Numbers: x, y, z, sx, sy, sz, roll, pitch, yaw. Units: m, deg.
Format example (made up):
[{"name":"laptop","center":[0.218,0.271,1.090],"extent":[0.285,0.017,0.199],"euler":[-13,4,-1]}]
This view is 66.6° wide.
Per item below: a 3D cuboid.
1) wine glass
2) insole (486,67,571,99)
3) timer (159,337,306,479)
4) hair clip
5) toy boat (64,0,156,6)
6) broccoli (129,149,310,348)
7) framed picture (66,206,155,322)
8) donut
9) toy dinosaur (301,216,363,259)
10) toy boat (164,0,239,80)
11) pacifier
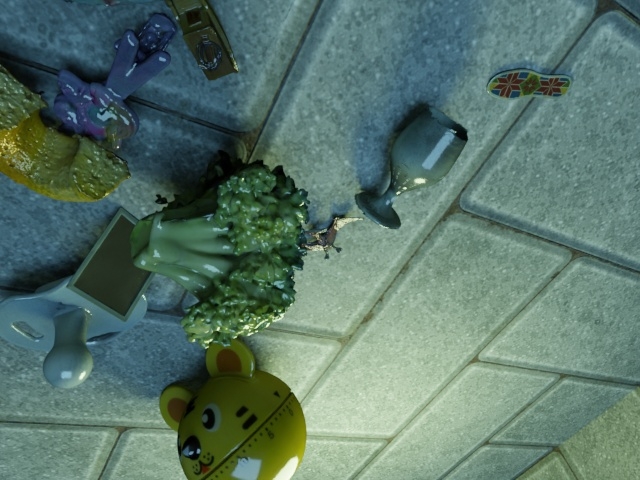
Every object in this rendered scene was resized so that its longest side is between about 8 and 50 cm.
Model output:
[{"name":"wine glass","center":[0.181,-0.142,0.976],"extent":[0.126,0.126,0.241],"euler":[17,125,-28]},{"name":"insole","center":[0.422,-0.312,0.980],"extent":[0.193,0.006,0.065],"euler":[-2,130,-15]},{"name":"timer","center":[-0.234,0.480,1.280],"extent":[0.376,0.376,0.387],"euler":[-43,85,21]},{"name":"hair clip","center":[-0.331,-0.236,0.760],"extent":[0.137,0.090,0.278],"euler":[35,113,-31]},{"name":"toy boat","center":[-0.245,-0.395,0.663],"extent":[0.282,0.096,0.206],"euler":[-27,148,20]},{"name":"broccoli","center":[-0.194,0.011,0.860],"extent":[0.280,0.293,0.348],"euler":[16,90,-50]},{"name":"framed picture","center":[-0.390,0.049,0.957],"extent":[0.011,0.183,0.142],"euler":[2,147,39]},{"name":"donut","center":[-0.450,-0.146,0.768],"extent":[0.152,0.101,0.259],"euler":[-11,141,40]},{"name":"toy dinosaur","center":[0.000,-0.001,1.106],"extent":[0.220,0.032,0.108],"euler":[-27,135,10]},{"name":"toy boat","center":[-0.176,-0.308,0.721],"extent":[0.057,0.077,0.200],"euler":[-18,154,5]},{"name":"pacifier","center":[-0.497,0.193,0.985],"extent":[0.299,0.233,0.244],"euler":[-19,136,0]}]
